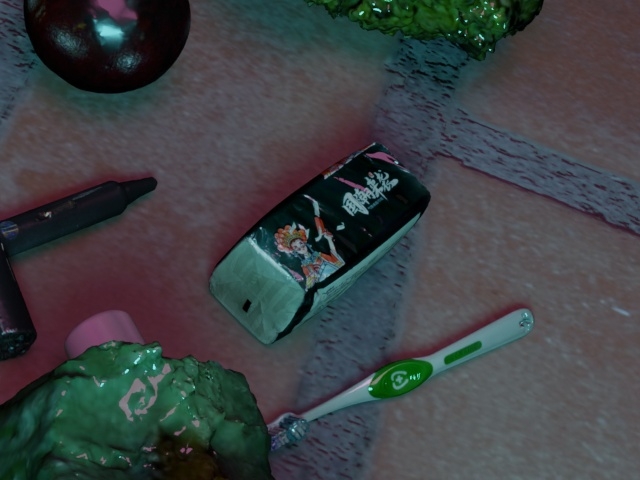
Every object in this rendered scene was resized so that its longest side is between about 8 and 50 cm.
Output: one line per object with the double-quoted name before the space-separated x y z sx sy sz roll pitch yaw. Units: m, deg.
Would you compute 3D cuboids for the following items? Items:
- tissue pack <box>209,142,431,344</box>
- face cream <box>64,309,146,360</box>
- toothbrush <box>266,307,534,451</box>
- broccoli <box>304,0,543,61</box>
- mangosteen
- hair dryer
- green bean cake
"tissue pack" 0.000 0.000 1.120 0.090 0.103 0.170 46 53 6
"face cream" -0.106 0.169 0.972 0.082 0.082 0.269 -18 65 -30
"toothbrush" 0.069 0.112 1.116 0.304 0.030 0.030 -21 66 -34
"broccoli" 0.095 -0.336 1.302 0.338 0.317 0.277 50 26 -33
"mangosteen" -0.184 -0.207 1.167 0.152 0.152 0.152 10 53 -14
"hair dryer" -0.207 -0.001 1.081 0.195 0.050 0.173 -10 63 -31
"green bean cake" -0.099 0.209 0.754 0.169 0.300 0.308 18 59 -33
